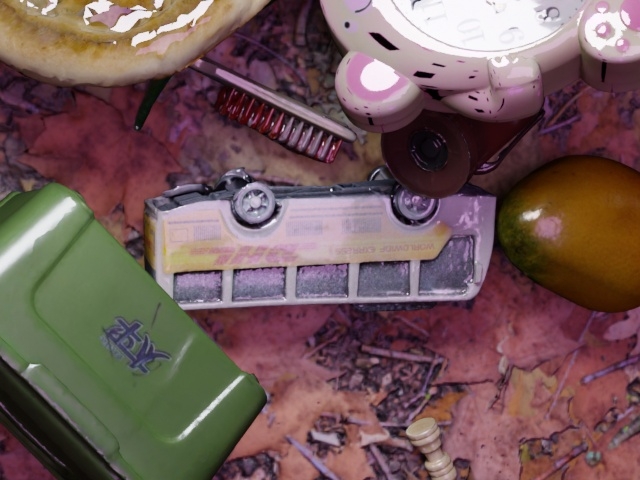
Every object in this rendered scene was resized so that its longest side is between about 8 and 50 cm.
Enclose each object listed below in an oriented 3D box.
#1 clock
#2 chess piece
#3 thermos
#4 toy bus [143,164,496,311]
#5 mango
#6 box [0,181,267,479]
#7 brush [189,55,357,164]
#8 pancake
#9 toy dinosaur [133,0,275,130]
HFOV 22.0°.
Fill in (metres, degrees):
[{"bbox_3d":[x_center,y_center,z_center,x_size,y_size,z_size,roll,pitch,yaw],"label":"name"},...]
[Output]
[{"bbox_3d":[0.145,-0.241,1.458,0.309,0.114,0.284,-15,75,4],"label":"clock"},{"bbox_3d":[0.122,0.231,1.702,0.035,0.035,0.092,-29,107,-11],"label":"chess piece"},{"bbox_3d":[0.156,-0.133,1.594,0.099,0.124,0.232,36,42,13],"label":"thermos"},{"bbox_3d":[0.000,0.000,1.606,0.342,0.097,0.138,-1,99,-15],"label":"toy bus"},{"bbox_3d":[0.270,-0.012,1.653,0.221,0.120,0.152,24,74,-33],"label":"mango"},{"bbox_3d":[-0.216,0.104,1.492,0.178,0.252,0.329,-46,107,-20],"label":"box"},{"bbox_3d":[-0.115,-0.156,1.578,0.321,0.060,0.050,26,100,-17],"label":"brush"},{"bbox_3d":[-0.185,-0.320,1.454,0.382,0.071,0.382,0,70,1],"label":"pancake"},{"bbox_3d":[-0.004,-0.262,1.575,0.300,0.087,0.447,24,79,-20],"label":"toy dinosaur"}]
